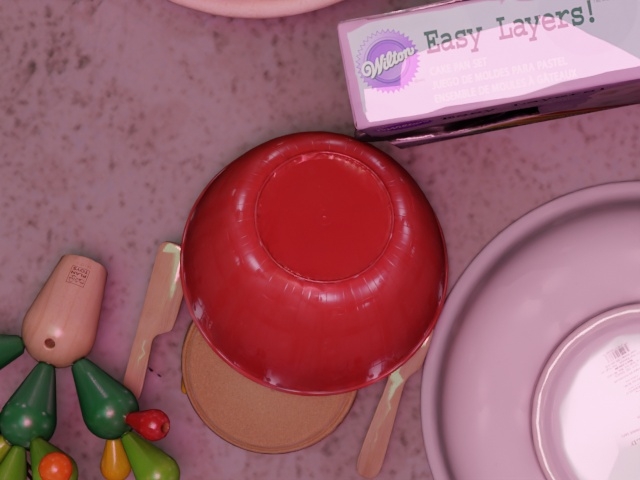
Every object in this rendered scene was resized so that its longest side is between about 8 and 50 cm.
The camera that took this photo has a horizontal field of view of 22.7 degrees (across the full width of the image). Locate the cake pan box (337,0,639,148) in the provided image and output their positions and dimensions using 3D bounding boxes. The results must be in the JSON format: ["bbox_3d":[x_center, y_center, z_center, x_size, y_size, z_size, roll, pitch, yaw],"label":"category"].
[{"bbox_3d":[0.147,-0.111,0.953,0.267,0.246,0.070,-10,88,7],"label":"cake pan box"}]

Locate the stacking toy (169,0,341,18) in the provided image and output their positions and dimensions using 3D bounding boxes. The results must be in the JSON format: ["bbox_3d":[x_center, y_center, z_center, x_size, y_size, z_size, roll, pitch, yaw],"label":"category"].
[{"bbox_3d":[-0.114,-0.300,0.856,0.350,0.480,0.350,3,97,22],"label":"stacking toy"}]

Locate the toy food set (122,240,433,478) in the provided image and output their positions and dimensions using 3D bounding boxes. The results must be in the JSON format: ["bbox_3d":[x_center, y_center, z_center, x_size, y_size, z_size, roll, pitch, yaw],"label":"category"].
[{"bbox_3d":[-0.031,0.080,1.086,0.192,0.038,0.132,19,99,3],"label":"toy food set"}]

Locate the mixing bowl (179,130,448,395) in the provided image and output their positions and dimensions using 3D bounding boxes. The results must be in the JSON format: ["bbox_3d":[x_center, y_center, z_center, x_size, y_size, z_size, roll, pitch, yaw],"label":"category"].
[{"bbox_3d":[0.000,0.000,1.018,0.181,0.098,0.181,2,71,-5],"label":"mixing bowl"}]

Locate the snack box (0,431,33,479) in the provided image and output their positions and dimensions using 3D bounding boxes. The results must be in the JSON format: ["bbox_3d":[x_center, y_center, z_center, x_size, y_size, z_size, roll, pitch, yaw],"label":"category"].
[{"bbox_3d":[-0.238,0.246,1.097,0.322,0.060,0.187,45,95,6],"label":"snack box"}]

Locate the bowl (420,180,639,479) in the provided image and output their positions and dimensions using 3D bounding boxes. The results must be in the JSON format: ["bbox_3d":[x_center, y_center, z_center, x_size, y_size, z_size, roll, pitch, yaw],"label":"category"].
[{"bbox_3d":[0.205,0.108,0.999,0.298,0.134,0.298,0,90,8],"label":"bowl"}]

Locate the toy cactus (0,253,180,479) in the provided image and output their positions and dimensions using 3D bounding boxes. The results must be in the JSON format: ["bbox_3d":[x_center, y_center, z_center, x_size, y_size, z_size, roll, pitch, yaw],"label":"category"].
[{"bbox_3d":[-0.189,0.091,1.039,0.219,0.112,0.180,13,67,9],"label":"toy cactus"}]
